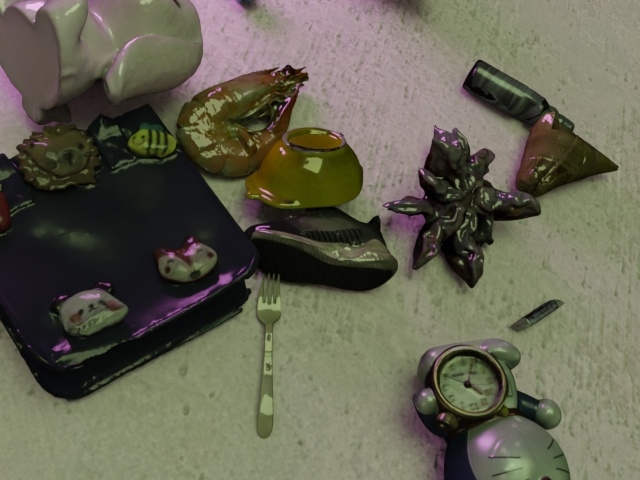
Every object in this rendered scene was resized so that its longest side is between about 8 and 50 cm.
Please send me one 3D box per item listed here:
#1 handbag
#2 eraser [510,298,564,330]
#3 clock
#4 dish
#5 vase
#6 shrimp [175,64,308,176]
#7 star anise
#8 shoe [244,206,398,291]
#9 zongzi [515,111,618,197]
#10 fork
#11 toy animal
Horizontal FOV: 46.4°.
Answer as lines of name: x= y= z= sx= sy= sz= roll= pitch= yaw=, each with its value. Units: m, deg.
handbag: x=-0.277 y=-0.006 z=0.944 sx=0.303 sy=0.122 sz=0.329 roll=-28 pitch=73 yaw=-29
eraser: x=0.332 y=0.113 z=1.144 sx=0.099 sy=0.027 sz=0.019 roll=-26 pitch=82 yaw=-28
clock: x=0.224 y=0.254 z=0.964 sx=0.200 sy=0.146 sz=0.243 roll=-7 pitch=61 yaw=-17
dish: x=-0.017 y=-0.114 z=1.075 sx=0.208 sy=0.080 sz=0.149 roll=-18 pitch=38 yaw=-37
vase: x=0.356 y=-0.244 z=1.325 sx=0.211 sy=0.060 sz=0.060 roll=30 pitch=58 yaw=-3
shrimp: x=-0.101 y=-0.192 z=1.140 sx=0.145 sy=0.061 sz=0.267 roll=49 pitch=53 yaw=-3
star anise: x=0.210 y=-0.062 z=1.148 sx=0.212 sy=0.129 sz=0.282 roll=49 pitch=61 yaw=-10
shoe: x=0.000 y=0.000 z=1.056 sx=0.228 sy=0.099 sz=0.112 roll=13 pitch=53 yaw=-17
zongzi: x=0.421 y=-0.112 z=1.273 sx=0.176 sy=0.078 sz=0.160 roll=32 pitch=63 yaw=-10
fork: x=-0.068 y=0.150 z=0.990 sx=0.034 sy=0.028 sz=0.219 roll=7 pitch=66 yaw=-16
toy animal: x=-0.294 y=-0.279 z=1.045 sx=0.272 sy=0.205 sz=0.265 roll=25 pitch=36 yaw=36
